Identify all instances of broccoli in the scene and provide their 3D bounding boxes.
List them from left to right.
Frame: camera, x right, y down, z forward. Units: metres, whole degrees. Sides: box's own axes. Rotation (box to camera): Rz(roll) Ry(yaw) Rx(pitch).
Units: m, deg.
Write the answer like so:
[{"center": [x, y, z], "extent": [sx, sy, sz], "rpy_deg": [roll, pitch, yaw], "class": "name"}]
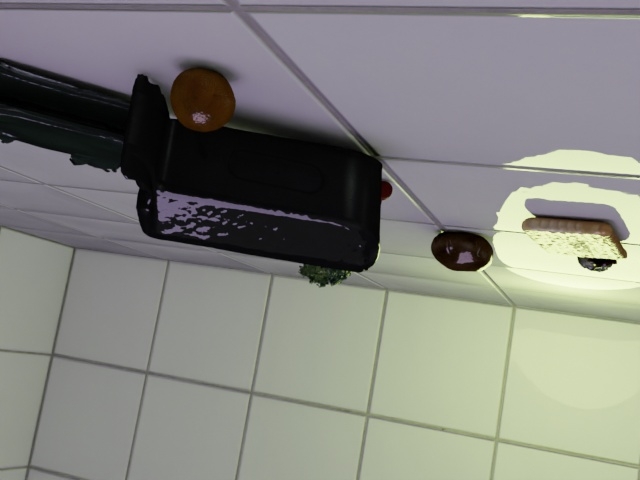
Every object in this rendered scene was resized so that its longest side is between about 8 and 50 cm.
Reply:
[{"center": [0.000, 0.000, 1.742], "extent": [0.194, 0.194, 0.219], "rpy_deg": [11, -165, -7], "class": "broccoli"}]

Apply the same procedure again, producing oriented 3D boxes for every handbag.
[{"center": [-0.390, -0.172, 1.200], "extent": [0.248, 0.079, 0.260], "rpy_deg": [13, 172, -25], "class": "handbag"}]

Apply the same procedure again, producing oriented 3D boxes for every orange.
[{"center": [-0.140, -0.166, 0.968], "extent": [0.085, 0.085, 0.085], "rpy_deg": [9, 172, 1], "class": "orange"}]

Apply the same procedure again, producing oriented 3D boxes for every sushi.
[{"center": [0.577, 0.037, 1.700], "extent": [0.083, 0.044, 0.046], "rpy_deg": [12, 150, -28], "class": "sushi"}]

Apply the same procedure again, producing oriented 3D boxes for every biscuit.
[{"center": [0.476, -0.003, 1.524], "extent": [0.160, 0.030, 0.250], "rpy_deg": [5, 171, 29], "class": "biscuit"}]

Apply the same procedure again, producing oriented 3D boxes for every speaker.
[{"center": [-0.079, -0.084, 1.126], "extent": [0.389, 0.180, 0.184], "rpy_deg": [9, 160, -16], "class": "speaker"}]

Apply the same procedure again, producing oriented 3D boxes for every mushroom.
[{"center": [0.310, 0.031, 1.792], "extent": [0.135, 0.080, 0.170], "rpy_deg": [17, 172, 20], "class": "mushroom"}]

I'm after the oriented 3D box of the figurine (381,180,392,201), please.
[{"center": [0.069, -0.073, 1.387], "extent": [0.083, 0.067, 0.071], "rpy_deg": [29, 145, -18], "class": "figurine"}]
